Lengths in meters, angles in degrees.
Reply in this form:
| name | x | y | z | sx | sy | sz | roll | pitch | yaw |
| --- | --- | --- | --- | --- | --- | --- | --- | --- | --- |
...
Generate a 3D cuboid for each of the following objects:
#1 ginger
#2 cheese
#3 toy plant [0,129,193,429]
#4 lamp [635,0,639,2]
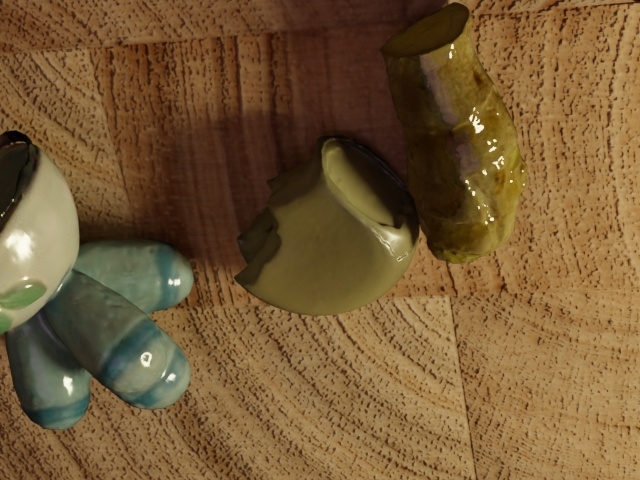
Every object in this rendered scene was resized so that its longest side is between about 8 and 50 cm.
| name | x | y | z | sx | sy | sz | roll | pitch | yaw |
| --- | --- | --- | --- | --- | --- | --- | --- | --- | --- |
| ginger | 0.137 | -0.098 | 1.616 | 0.109 | 0.116 | 0.263 | -27 | 119 | -21 |
| cheese | 0.000 | 0.000 | 1.713 | 0.202 | 0.091 | 0.175 | -36 | 110 | 28 |
| toy plant | -0.271 | 0.070 | 1.747 | 0.247 | 0.247 | 0.332 | -33 | 120 | 27 |
| lamp | 0.344 | -0.269 | 1.342 | 0.305 | 0.305 | 0.239 | 6 | 86 | 6 |
